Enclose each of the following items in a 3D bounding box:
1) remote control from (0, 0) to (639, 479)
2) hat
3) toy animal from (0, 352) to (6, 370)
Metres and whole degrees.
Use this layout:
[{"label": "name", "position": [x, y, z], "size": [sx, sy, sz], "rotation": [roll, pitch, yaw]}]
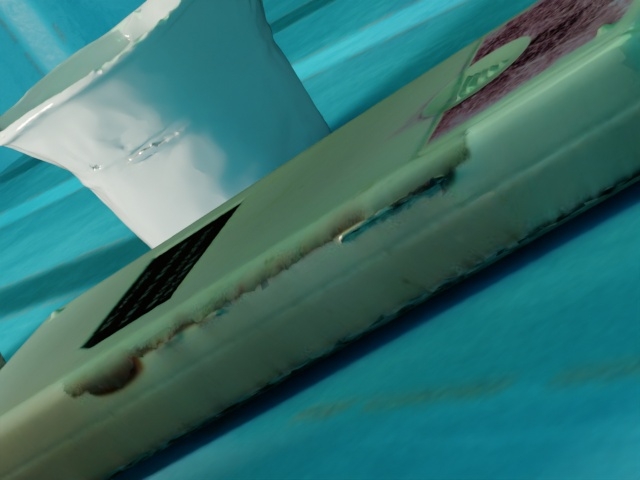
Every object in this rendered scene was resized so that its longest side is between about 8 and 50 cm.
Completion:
[{"label": "remote control", "position": [0.001, 0.001, 0.634], "size": [0.344, 0.050, 0.145], "rotation": [-31, 13, 28]}, {"label": "hat", "position": [-0.075, -0.066, 0.930], "size": [0.203, 0.126, 0.203], "rotation": [-35, 12, 8]}, {"label": "toy animal", "position": [-0.281, 0.118, 0.943], "size": [0.170, 0.090, 0.255], "rotation": [-33, 9, 37]}]
